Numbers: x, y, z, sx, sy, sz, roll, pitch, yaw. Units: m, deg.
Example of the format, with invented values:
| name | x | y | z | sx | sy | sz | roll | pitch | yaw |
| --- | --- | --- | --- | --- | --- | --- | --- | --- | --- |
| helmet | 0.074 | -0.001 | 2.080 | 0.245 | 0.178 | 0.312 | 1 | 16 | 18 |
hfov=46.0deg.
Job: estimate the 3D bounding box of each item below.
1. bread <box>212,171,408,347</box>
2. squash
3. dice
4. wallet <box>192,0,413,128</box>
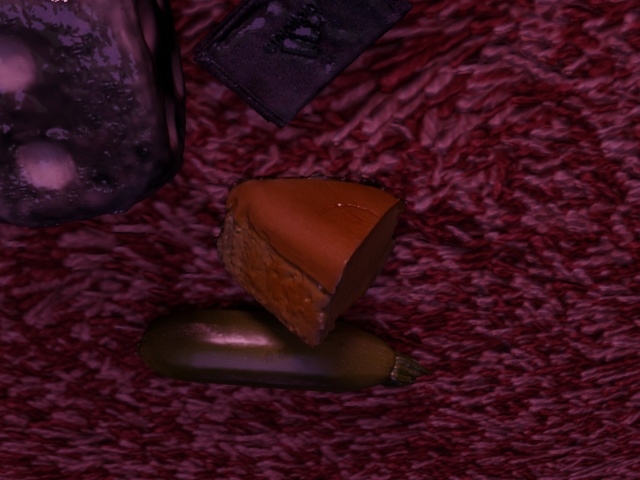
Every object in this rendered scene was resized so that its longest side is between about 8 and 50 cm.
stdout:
| name | x | y | z | sx | sy | sz | roll | pitch | yaw |
| --- | --- | --- | --- | --- | --- | --- | --- | --- | --- |
| bread | 0.000 | 0.000 | 0.777 | 0.160 | 0.169 | 0.140 | -25 | 142 | -41 |
| squash | -0.033 | 0.125 | 0.848 | 0.340 | 0.094 | 0.094 | 7 | 127 | -9 |
| dice | -0.203 | -0.133 | 0.566 | 0.181 | 0.182 | 0.183 | -9 | 129 | -2 |
| wallet | -0.017 | -0.180 | 0.648 | 0.166 | 0.030 | 0.111 | -38 | 128 | 23 |
